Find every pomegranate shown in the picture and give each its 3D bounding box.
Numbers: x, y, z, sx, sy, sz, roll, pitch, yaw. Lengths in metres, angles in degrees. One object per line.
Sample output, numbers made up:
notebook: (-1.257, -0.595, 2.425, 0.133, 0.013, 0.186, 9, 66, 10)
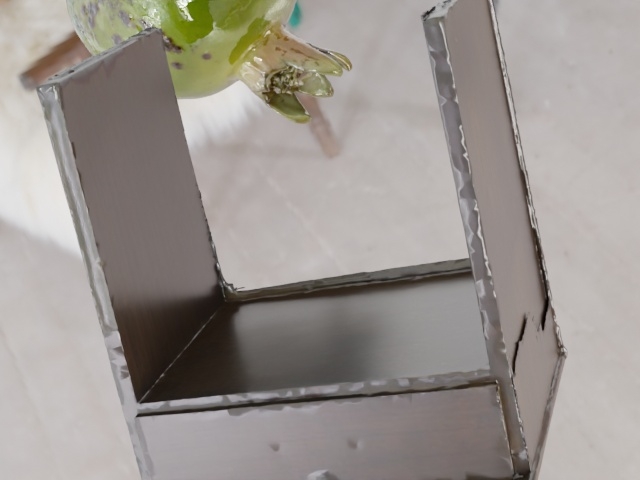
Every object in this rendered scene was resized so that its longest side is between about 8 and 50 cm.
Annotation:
pomegranate: (-0.086, -0.206, 1.165, 0.246, 0.198, 0.198, 16, 50, 19)

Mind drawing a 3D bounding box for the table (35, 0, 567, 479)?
table: (0.000, 0.000, 0.881, 0.251, 0.282, 0.196, -7, 17, 19)
